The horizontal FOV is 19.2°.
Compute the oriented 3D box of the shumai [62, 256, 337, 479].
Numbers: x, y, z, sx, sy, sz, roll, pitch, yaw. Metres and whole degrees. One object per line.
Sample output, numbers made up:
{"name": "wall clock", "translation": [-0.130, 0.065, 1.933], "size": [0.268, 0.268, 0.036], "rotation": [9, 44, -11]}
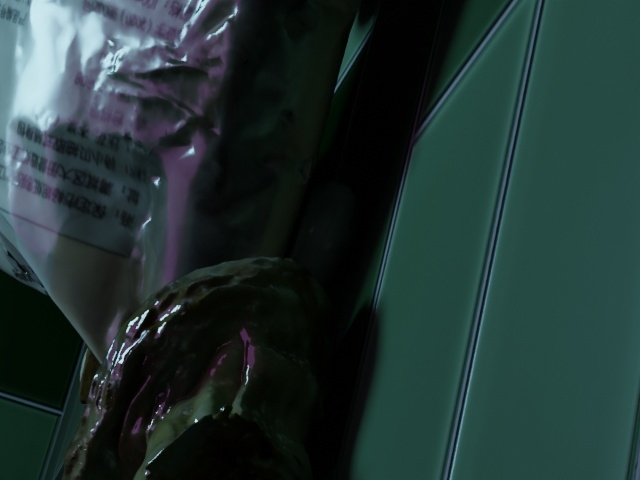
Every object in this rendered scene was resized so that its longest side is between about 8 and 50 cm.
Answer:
{"name": "shumai", "translation": [-0.054, 0.115, 1.108], "size": [0.209, 0.161, 0.153], "rotation": [-50, 32, -1]}

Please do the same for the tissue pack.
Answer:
{"name": "tissue pack", "translation": [-0.122, -0.108, 1.331], "size": [0.375, 0.195, 0.390], "rotation": [28, 100, 59]}

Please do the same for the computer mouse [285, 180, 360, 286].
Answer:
{"name": "computer mouse", "translation": [0.002, 0.001, 1.250], "size": [0.096, 0.039, 0.066], "rotation": [114, 174, -59]}

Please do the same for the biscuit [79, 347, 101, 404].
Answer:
{"name": "biscuit", "translation": [-0.132, 0.009, 1.646], "size": [0.301, 0.043, 0.278], "rotation": [-59, -12, -20]}

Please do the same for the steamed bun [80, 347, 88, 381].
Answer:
{"name": "steamed bun", "translation": [-0.176, 0.112, 1.879], "size": [0.183, 0.106, 0.182], "rotation": [-163, 90, -80]}
